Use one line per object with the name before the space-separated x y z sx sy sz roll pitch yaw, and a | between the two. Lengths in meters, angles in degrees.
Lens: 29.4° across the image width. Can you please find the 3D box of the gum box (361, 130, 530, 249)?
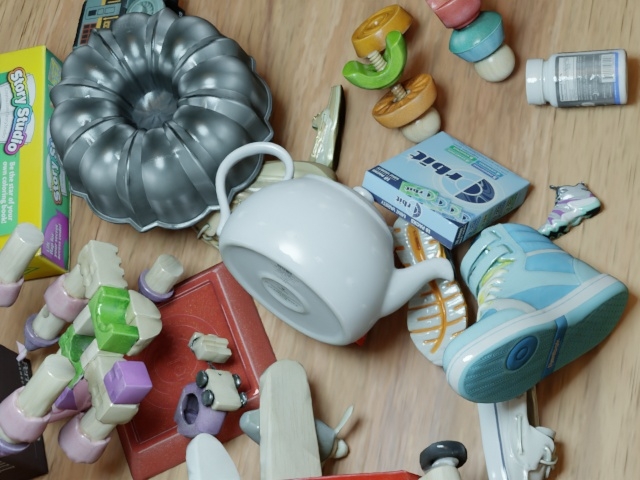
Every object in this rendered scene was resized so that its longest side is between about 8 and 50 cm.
gum box | 0.172 -0.073 1.671 0.157 0.041 0.184 34 41 26

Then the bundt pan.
bundt pan | -0.235 -0.184 1.715 0.331 0.124 0.331 -2 72 7

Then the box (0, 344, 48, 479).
box | -0.528 0.218 1.657 0.143 0.381 0.191 -19 66 7

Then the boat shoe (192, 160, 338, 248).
boat shoe | -0.146 -0.049 1.781 0.341 0.121 0.110 -2 69 16

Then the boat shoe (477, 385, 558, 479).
boat shoe | 0.260 0.263 1.555 0.088 0.096 0.267 -15 58 16

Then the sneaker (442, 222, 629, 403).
sneaker | 0.223 0.082 1.559 0.208 0.319 0.127 40 130 32

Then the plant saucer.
plant saucer | -0.201 0.178 1.755 0.259 0.048 0.258 -26 65 6

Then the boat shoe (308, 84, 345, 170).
boat shoe | 0.009 -0.170 1.816 0.045 0.050 0.135 5 72 13

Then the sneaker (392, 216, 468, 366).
sneaker | 0.159 0.066 1.667 0.084 0.083 0.215 -13 78 17

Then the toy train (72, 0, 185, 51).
toy train | -0.305 -0.243 1.905 0.190 0.142 0.334 -2 71 30

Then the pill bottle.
pill bottle | 0.360 -0.226 1.711 0.137 0.078 0.078 -1 70 18

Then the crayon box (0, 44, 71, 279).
crayon box | -0.558 -0.106 1.942 0.313 0.106 0.363 -9 68 13

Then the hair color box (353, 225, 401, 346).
hair color box | 0.048 0.053 1.719 0.093 0.053 0.167 21 77 24

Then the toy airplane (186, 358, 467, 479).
toy airplane | -0.013 0.369 1.499 0.384 0.272 0.386 37 51 13

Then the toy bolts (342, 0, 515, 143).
toy bolts | 0.167 -0.267 1.786 0.228 0.158 0.218 -33 23 14

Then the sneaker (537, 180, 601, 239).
sneaker | 0.329 -0.047 1.679 0.098 0.038 0.069 -28 63 -4

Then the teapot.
teapot | 0.000 0.000 1.604 0.252 0.256 0.187 9 56 53

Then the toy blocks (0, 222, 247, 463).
toy blocks | -0.324 0.178 1.677 0.260 0.309 0.288 -50 45 32
